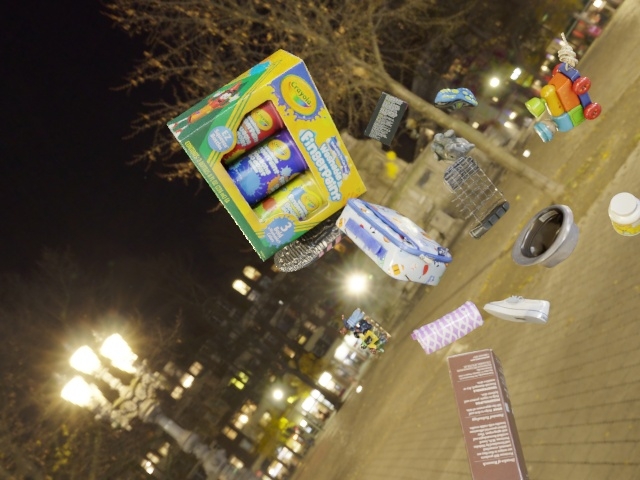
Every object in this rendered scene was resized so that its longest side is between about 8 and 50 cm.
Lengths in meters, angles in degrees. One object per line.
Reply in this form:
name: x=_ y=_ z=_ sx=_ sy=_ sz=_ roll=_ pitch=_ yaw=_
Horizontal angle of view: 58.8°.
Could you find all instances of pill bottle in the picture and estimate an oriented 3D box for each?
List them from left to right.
pill bottle: x=1.176 y=-0.103 z=2.181 sx=0.117 sy=0.117 sz=0.208 roll=-56 pitch=-38 yaw=2

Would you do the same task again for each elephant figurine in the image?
elephant figurine: x=0.610 y=-0.395 z=2.564 sx=0.186 sy=0.169 sz=0.239 roll=-18 pitch=26 yaw=-9

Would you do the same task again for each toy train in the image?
toy train: x=0.546 y=-0.351 z=1.339 sx=0.143 sy=0.248 sz=0.105 roll=-37 pitch=39 yaw=13

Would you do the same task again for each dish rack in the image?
dish rack: x=0.553 y=-0.165 z=2.054 sx=0.208 sy=0.271 sz=0.074 roll=-38 pitch=-1 yaw=-34

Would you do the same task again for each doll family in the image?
doll family: x=0.156 y=0.333 z=2.044 sx=0.111 sy=0.193 sz=0.076 roll=-49 pitch=-23 yaw=-4

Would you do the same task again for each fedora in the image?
fedora: x=0.858 y=0.005 z=2.119 sx=0.275 sy=0.124 sz=0.244 roll=-59 pitch=17 yaw=-4

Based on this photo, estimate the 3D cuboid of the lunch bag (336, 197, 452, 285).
lunch bag: x=0.193 y=0.002 z=1.510 sx=0.243 sy=0.303 sz=0.115 roll=15 pitch=-69 yaw=-43

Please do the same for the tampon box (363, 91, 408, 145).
tampon box: x=0.234 y=-0.435 z=2.021 sx=0.120 sy=0.101 sz=0.161 roll=-66 pitch=1 yaw=-73

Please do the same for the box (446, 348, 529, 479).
box: x=0.474 y=0.515 z=1.596 sx=0.191 sy=0.143 sz=0.381 roll=41 pitch=-141 yaw=-59

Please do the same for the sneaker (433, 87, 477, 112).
sneaker: x=0.491 y=-0.509 z=2.070 sx=0.188 sy=0.067 sz=0.078 roll=-5 pitch=-24 yaw=-27

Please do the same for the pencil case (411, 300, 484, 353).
pencil case: x=0.375 y=0.252 z=1.666 sx=0.206 sy=0.086 sz=0.088 roll=-27 pitch=30 yaw=-4

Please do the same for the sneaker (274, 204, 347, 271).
sneaker: x=0.000 y=0.000 z=1.825 sx=0.319 sy=0.112 sz=0.131 roll=-34 pitch=-13 yaw=13

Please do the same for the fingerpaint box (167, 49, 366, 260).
fingerpaint box: x=-0.130 y=-0.223 z=1.564 sx=0.371 sy=0.163 sz=0.444 roll=-34 pitch=-53 yaw=-6

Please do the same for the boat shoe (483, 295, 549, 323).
boat shoe: x=0.718 y=0.245 z=2.073 sx=0.258 sy=0.095 sz=0.084 roll=4 pitch=64 yaw=52
